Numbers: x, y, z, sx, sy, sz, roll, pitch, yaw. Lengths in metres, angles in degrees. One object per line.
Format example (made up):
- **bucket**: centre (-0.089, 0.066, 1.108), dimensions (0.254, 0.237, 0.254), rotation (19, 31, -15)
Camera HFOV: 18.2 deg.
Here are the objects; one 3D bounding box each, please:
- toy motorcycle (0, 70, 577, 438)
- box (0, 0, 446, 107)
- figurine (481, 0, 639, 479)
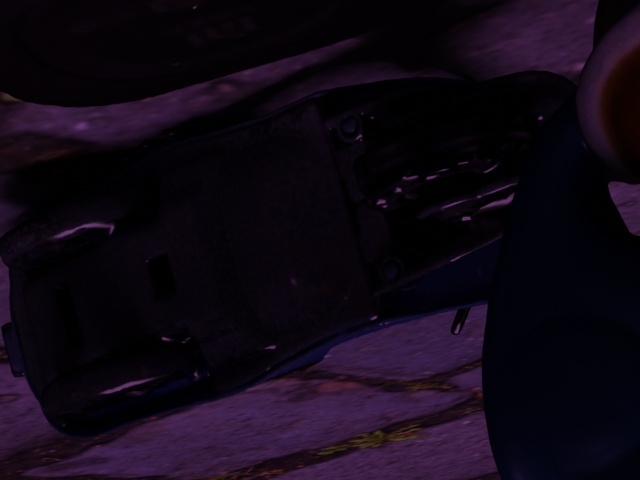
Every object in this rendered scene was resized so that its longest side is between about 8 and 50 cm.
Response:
- **toy motorcycle**: centre (0.000, 0.000, 0.948), dimensions (0.358, 0.125, 0.212), rotation (-22, 170, 37)
- **box**: centre (-0.048, -0.100, 0.692), dimensions (0.212, 0.042, 0.201), rotation (-15, 166, 14)
- **figurine**: centre (0.194, -0.089, 0.670), dimensions (0.416, 0.243, 0.298), rotation (-37, 149, 10)
